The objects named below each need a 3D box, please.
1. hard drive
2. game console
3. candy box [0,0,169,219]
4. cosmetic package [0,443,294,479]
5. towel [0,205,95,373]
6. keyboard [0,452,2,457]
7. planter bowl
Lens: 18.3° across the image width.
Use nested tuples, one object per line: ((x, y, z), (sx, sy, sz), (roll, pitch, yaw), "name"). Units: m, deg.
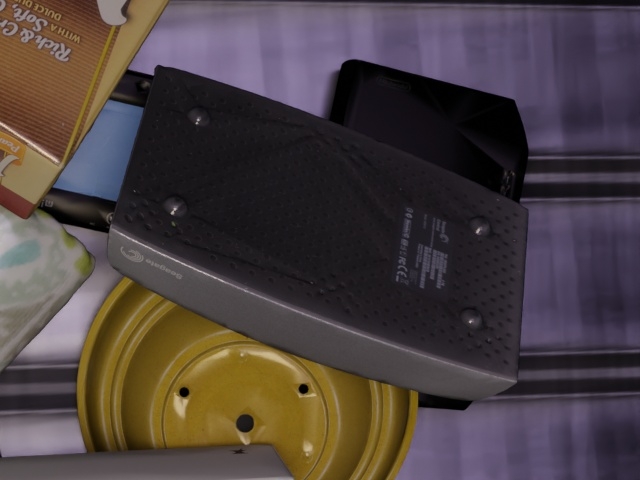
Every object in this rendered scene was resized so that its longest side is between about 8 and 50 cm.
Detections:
((0.000, 0.000, 1.202), (0.255, 0.054, 0.172), (21, 42, -10), "hard drive")
((-0.050, -0.024, 1.283), (0.361, 0.044, 0.213), (13, 82, -10), "game console")
((-0.170, -0.190, 1.196), (0.183, 0.087, 0.316), (32, 57, -8), "candy box")
((-0.203, 0.269, 1.119), (0.377, 0.097, 0.284), (-2, 96, -10), "cosmetic package")
((-0.374, 0.002, 1.174), (0.374, 0.090, 0.320), (44, 83, -6), "towel")
((-0.227, 0.212, 1.193), (0.108, 0.023, 0.180), (-15, 115, -14), "keyboard")
((-0.046, 0.104, 1.219), (0.217, 0.090, 0.217), (0, 98, -1), "planter bowl")
